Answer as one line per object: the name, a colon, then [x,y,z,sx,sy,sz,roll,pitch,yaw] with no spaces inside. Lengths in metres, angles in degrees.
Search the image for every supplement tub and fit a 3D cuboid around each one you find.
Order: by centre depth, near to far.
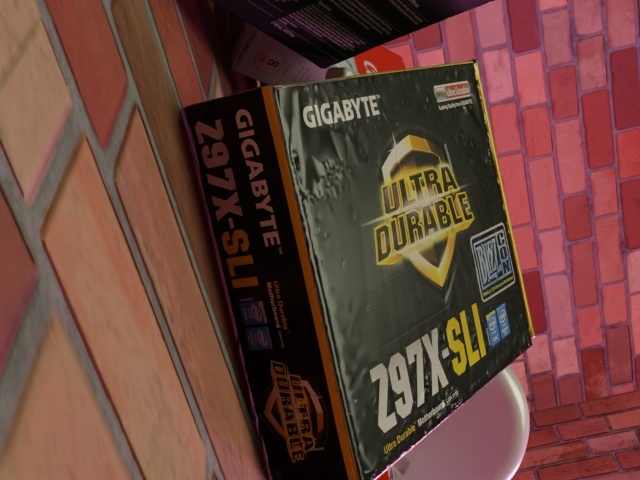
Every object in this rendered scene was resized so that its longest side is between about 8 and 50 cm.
supplement tub: [0.154,0.228,1.348,0.316,0.228,0.228,24,54,-85]

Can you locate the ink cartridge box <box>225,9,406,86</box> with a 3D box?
ink cartridge box: [0.017,-0.194,0.963,0.066,0.232,0.189,-55,-150,35]

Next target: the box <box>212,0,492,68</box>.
box: [0.019,-0.230,0.717,0.261,0.184,0.103,13,64,-65]

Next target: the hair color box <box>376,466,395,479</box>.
hair color box: [0.062,0.288,1.148,0.093,0.053,0.167,-31,107,-85]

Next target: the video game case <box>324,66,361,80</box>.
video game case: [0.060,-0.017,0.890,0.206,0.026,0.227,15,83,-48]

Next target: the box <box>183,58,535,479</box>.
box: [0.051,0.004,0.741,0.322,0.079,0.257,-20,101,-57]

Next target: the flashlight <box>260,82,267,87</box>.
flashlight: [-0.021,-0.144,0.996,0.103,0.103,0.304,69,10,-47]
